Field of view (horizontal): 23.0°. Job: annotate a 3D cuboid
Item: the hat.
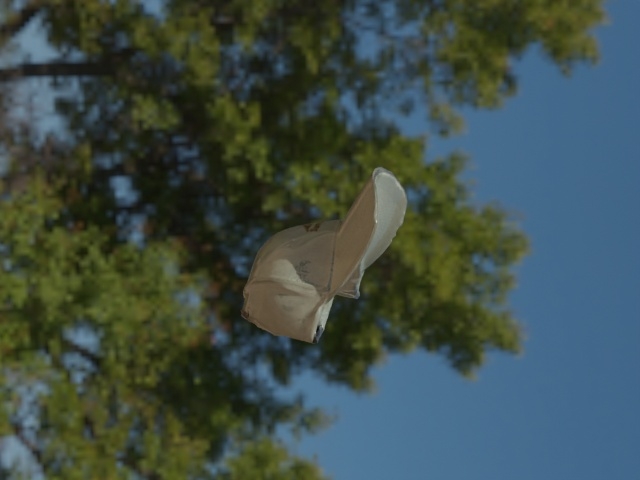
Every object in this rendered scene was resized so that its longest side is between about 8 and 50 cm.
[{"bbox_3d":[0.003,0.007,2.445,0.301,0.168,0.258,-60,174,20],"label":"hat"}]
